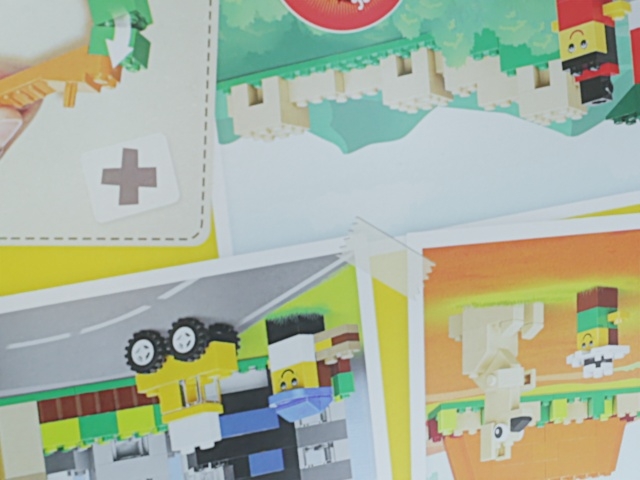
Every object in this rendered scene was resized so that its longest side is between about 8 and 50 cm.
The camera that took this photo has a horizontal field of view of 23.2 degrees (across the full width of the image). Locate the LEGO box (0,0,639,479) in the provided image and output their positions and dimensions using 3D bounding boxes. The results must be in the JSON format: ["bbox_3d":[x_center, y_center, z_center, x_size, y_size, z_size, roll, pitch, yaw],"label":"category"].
[{"bbox_3d":[0.000,0.000,0.568,0.193,0.500,0.372,-164,-111,-66],"label":"LEGO box"}]
